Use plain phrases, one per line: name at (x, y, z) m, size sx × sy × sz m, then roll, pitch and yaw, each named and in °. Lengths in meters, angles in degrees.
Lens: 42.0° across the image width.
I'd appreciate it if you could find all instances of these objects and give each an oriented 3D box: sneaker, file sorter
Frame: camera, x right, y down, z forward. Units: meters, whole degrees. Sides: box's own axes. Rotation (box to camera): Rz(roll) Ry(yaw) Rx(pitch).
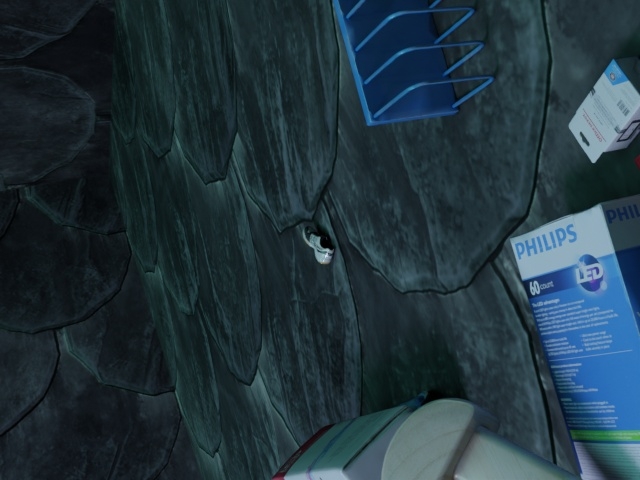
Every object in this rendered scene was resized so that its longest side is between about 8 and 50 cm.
sneaker at (0.000, 0.000, 1.381) m, size 0.083 × 0.032 × 0.037 m, roll 55°, pitch 135°, yaw 35°
file sorter at (0.101, -0.227, 0.904) m, size 0.104 × 0.118 × 0.170 m, roll -29°, pitch 74°, yaw 64°
sneaker at (0.116, 0.260, 1.165) m, size 0.162 × 0.073 × 0.063 m, roll 119°, pitch 135°, yaw -59°

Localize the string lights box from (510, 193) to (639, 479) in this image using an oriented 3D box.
string lights box at (0.265, 0.100, 0.725) m, size 0.133 × 0.077 × 0.259 m, roll 150°, pitch 107°, yaw -66°

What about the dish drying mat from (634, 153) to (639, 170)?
dish drying mat at (0.287, -0.076, 0.676) m, size 0.083 × 0.008 × 0.032 m, roll 118°, pitch 136°, yaw -59°

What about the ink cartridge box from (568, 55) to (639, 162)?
ink cartridge box at (0.252, -0.111, 0.713) m, size 0.083 × 0.028 × 0.048 m, roll 113°, pitch 140°, yaw -54°

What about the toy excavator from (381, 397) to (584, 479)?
toy excavator at (0.250, 0.347, 0.624) m, size 0.433 × 0.222 × 0.444 m, roll -6°, pitch 65°, yaw 29°

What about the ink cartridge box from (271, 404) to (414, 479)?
ink cartridge box at (0.084, 0.360, 1.128) m, size 0.226 × 0.131 × 0.306 m, roll 51°, pitch 156°, yaw 2°
